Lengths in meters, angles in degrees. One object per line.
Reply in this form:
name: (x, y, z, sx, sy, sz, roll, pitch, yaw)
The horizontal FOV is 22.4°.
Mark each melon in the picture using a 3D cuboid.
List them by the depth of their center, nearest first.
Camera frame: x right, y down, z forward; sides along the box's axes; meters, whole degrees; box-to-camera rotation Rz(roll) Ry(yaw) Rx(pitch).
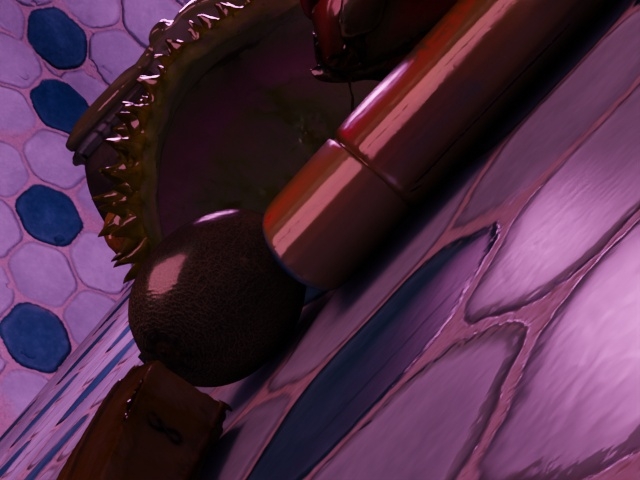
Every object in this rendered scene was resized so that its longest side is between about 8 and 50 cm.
melon: (-0.060, 0.033, 0.977, 0.098, 0.098, 0.130, -43, 5, 38)

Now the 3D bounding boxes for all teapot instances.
teapot: (-0.136, -0.104, 1.764, 0.321, 0.239, 0.239, -39, 11, 48)

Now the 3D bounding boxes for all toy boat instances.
toy boat: (-0.102, 0.129, 0.824, 0.088, 0.068, 0.226, -51, 7, 19)

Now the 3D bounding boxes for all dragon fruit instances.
dragon fruit: (0.069, -0.203, 1.164, 0.293, 0.234, 0.234, -64, 10, -16)

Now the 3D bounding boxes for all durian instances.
durian: (-0.052, -0.084, 1.264, 0.355, 0.169, 0.157, -49, -17, -33)

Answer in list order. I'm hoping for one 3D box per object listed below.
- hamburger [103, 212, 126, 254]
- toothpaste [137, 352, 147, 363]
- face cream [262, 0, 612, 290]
hamburger: (-0.073, -0.049, 1.440, 0.283, 0.144, 0.156, -49, -4, -30)
toothpaste: (-0.163, 0.101, 1.671, 0.020, 0.017, 0.083, -41, 8, 31)
face cream: (0.077, -0.089, 0.940, 0.285, 0.067, 0.139, -47, 3, 2)
